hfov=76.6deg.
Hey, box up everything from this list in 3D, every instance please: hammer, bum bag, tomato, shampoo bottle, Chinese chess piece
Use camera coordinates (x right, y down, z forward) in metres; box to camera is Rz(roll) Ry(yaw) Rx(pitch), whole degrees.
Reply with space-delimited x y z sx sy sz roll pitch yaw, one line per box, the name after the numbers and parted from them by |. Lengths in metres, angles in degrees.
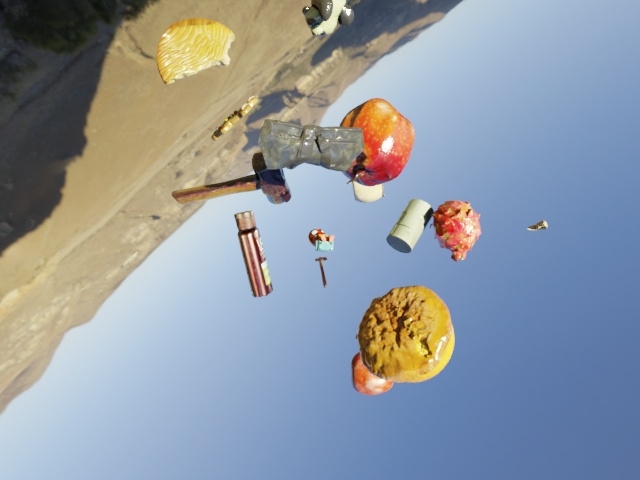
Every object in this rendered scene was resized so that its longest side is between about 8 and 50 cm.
-0.323 -0.185 1.459 0.409 0.242 0.095 -14 -117 -1 | hammer
-0.020 -0.252 1.103 0.074 0.310 0.136 -117 -147 -50 | bum bag
0.203 0.532 1.630 0.187 0.187 0.151 -32 159 29 | tomato
-0.255 0.048 1.544 0.084 0.322 0.129 -10 -170 7 | shampoo bottle
0.015 0.158 2.044 0.065 0.021 0.178 -13 -126 4 | hammer
0.203 -0.340 1.835 0.141 0.337 0.338 -7 -157 5 | Chinese chess piece

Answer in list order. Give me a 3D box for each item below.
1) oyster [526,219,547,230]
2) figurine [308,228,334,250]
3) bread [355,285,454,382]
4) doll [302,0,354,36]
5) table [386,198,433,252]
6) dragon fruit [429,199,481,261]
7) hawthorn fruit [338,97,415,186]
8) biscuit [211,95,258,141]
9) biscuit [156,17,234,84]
0.939 -0.068 1.758 0.083 0.081 0.038 -2 -97 35 | oyster
0.000 0.000 1.465 0.068 0.074 0.140 -1 -168 -21 | figurine
0.268 0.294 1.253 0.312 0.172 0.312 -21 -132 26 | bread
0.035 -0.772 1.297 0.144 0.135 0.234 -11 131 -46 | doll
0.401 -0.065 1.808 0.220 0.126 0.126 -55 -159 -21 | table
0.593 -0.045 1.760 0.205 0.267 0.210 -7 -173 34 | dragon fruit
0.149 -0.283 1.260 0.254 0.254 0.300 -16 -149 55 | hawthorn fruit
-0.435 -0.588 1.983 0.302 0.049 0.196 -31 -156 30 | biscuit
-0.337 -0.502 1.084 0.228 0.176 0.031 -68 -163 -12 | biscuit
